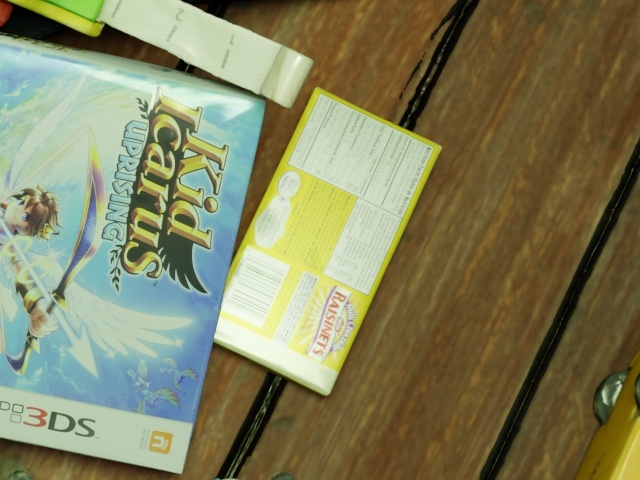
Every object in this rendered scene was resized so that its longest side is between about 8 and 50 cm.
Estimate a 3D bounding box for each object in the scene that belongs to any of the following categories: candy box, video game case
[{"bbox_3d":[0.000,0.000,1.333,0.105,0.027,0.206,26,77,-5],"label":"candy box"},{"bbox_3d":[-0.183,0.004,1.242,0.244,0.061,0.269,12,100,-6],"label":"video game case"}]

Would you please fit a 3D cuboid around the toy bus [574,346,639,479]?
[{"bbox_3d":[0.242,0.187,1.291,0.130,0.108,0.332,28,76,-4],"label":"toy bus"}]

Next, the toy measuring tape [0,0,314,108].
[{"bbox_3d":[-0.165,-0.172,1.174,0.330,0.121,0.121,28,76,18],"label":"toy measuring tape"}]

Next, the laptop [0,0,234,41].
[{"bbox_3d":[-0.206,-0.314,1.371,0.408,0.236,0.382,-11,80,-39],"label":"laptop"}]

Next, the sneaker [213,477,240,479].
[{"bbox_3d":[0.010,0.243,1.266,0.229,0.087,0.092,43,56,4],"label":"sneaker"}]
